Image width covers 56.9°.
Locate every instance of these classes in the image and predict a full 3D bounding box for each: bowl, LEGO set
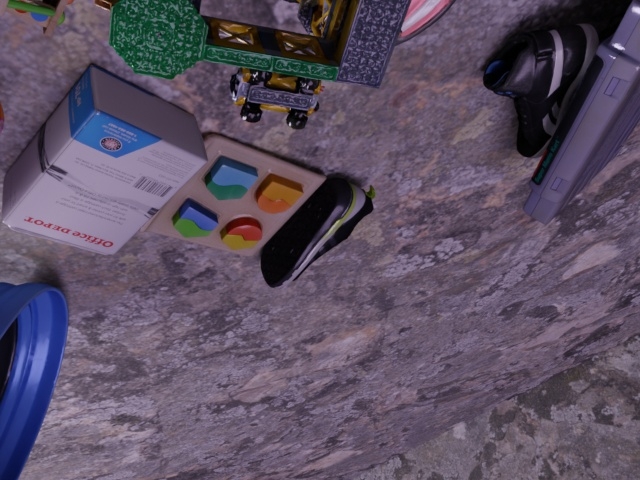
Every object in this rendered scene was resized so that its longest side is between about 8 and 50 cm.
[{"bbox_3d":[-0.446,0.237,0.765,0.077,0.391,0.391,17,138,-7],"label":"bowl"},{"bbox_3d":[-0.026,-0.267,0.399,0.255,0.192,0.331,-2,133,-15],"label":"LEGO set"}]

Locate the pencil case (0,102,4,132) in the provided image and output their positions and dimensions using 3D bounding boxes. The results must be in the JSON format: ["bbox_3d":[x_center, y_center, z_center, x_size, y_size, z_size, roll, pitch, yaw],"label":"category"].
[{"bbox_3d":[-0.417,-0.053,0.579,0.124,0.124,0.284,15,134,-42],"label":"pencil case"}]

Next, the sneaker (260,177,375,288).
[{"bbox_3d":[0.000,0.000,0.915,0.097,0.084,0.235,11,135,-41],"label":"sneaker"}]

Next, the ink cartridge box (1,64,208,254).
[{"bbox_3d":[-0.245,-0.080,0.666,0.191,0.082,0.140,-37,143,26],"label":"ink cartridge box"}]

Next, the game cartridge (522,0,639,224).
[{"bbox_3d":[0.398,-0.194,0.790,0.230,0.068,0.355,-34,153,-24],"label":"game cartridge"}]

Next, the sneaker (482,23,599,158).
[{"bbox_3d":[0.271,-0.196,0.799,0.121,0.079,0.216,-4,145,-6],"label":"sneaker"}]

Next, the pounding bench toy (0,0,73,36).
[{"bbox_3d":[-0.240,-0.203,0.488,0.065,0.083,0.052,15,133,-41],"label":"pounding bench toy"}]

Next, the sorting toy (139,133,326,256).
[{"bbox_3d":[-0.118,-0.047,0.823,0.208,0.038,0.193,13,134,-41],"label":"sorting toy"}]

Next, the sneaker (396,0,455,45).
[{"bbox_3d":[0.098,-0.314,0.519,0.136,0.115,0.314,26,123,-31],"label":"sneaker"}]
